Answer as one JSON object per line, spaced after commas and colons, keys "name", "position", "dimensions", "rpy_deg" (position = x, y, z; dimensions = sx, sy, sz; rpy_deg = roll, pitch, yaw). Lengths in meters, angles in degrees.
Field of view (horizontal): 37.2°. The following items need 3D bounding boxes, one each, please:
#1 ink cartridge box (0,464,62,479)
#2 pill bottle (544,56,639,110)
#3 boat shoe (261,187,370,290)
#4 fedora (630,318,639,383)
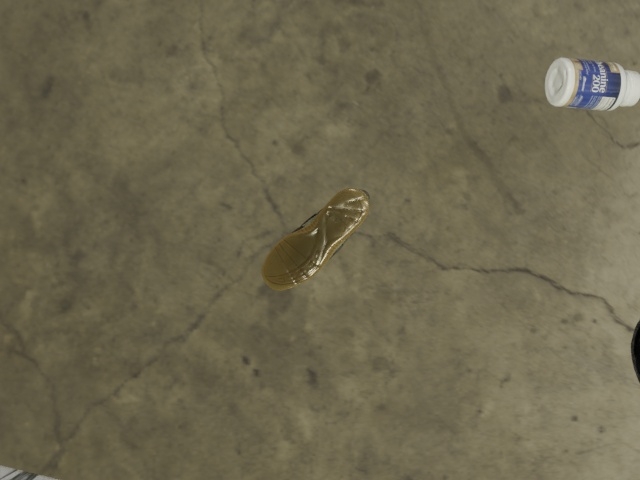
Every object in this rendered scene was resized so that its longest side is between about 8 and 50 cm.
{"name": "ink cartridge box", "position": [-0.171, 0.163, 0.451], "dimensions": [0.180, 0.104, 0.060], "rpy_deg": [6, 121, 24]}
{"name": "pill bottle", "position": [0.374, -0.212, 1.296], "dimensions": [0.067, 0.120, 0.067], "rpy_deg": [-178, 90, -73]}
{"name": "boat shoe", "position": [0.000, 0.000, 1.044], "dimensions": [0.152, 0.049, 0.056], "rpy_deg": [-39, 83, 20]}
{"name": "fedora", "position": [0.557, 0.142, 1.140], "dimensions": [0.334, 0.334, 0.152], "rpy_deg": [39, 136, 29]}
